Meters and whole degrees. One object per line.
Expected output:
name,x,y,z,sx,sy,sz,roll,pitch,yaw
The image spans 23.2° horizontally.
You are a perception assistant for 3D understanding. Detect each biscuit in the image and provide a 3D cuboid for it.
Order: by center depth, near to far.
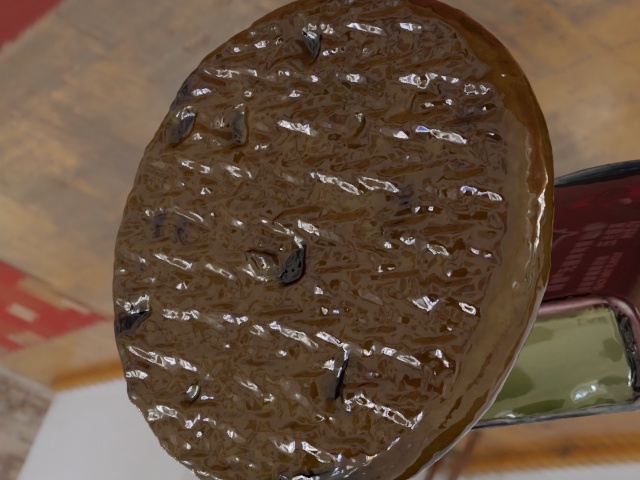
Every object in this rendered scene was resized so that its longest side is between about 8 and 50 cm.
biscuit,0.000,0.000,0.593,0.212,0.212,0.036,2,168,41

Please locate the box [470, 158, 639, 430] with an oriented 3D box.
box,0.141,0.024,0.837,0.120,0.224,0.069,-10,106,27
